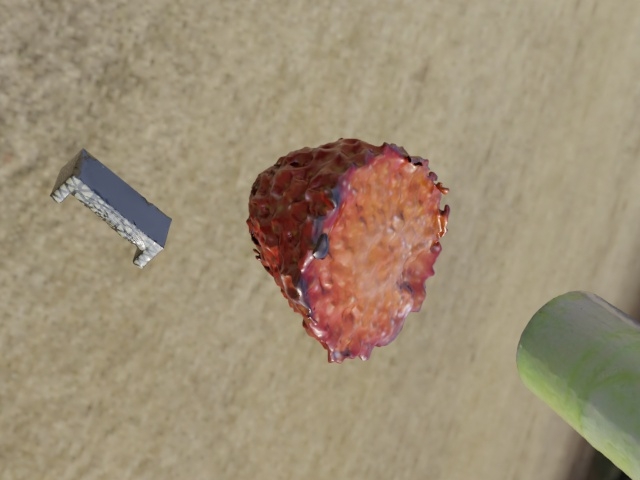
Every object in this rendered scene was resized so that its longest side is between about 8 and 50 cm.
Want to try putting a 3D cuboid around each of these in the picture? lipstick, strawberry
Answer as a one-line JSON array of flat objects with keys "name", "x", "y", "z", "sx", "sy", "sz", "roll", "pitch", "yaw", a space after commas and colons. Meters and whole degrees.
[{"name": "lipstick", "x": 0.206, "y": 0.117, "z": 0.666, "sx": 0.076, "sy": 0.304, "sz": 0.076, "roll": -12, "pitch": 117, "yaw": -24}, {"name": "strawberry", "x": 0.000, "y": 0.000, "z": 1.348, "sx": 0.234, "sy": 0.178, "sz": 0.233, "roll": -22, "pitch": 120, "yaw": -46}]

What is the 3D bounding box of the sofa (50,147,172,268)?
[{"name": "sofa", "x": -0.203, "y": -0.031, "z": 1.320, "sx": 0.039, "sy": 0.118, "sz": 0.060, "roll": -41, "pitch": -158, "yaw": 23}]
